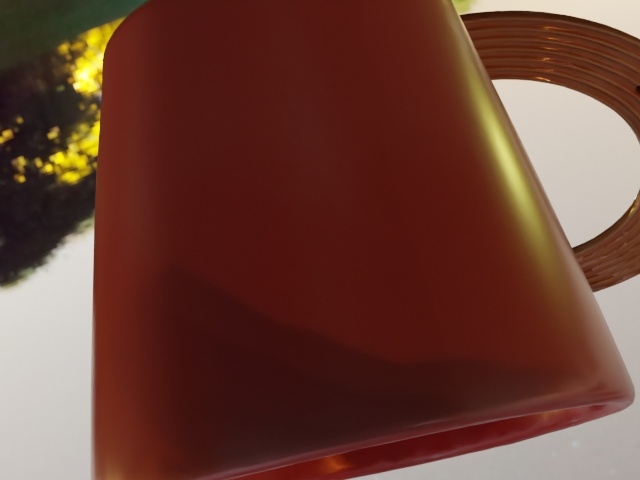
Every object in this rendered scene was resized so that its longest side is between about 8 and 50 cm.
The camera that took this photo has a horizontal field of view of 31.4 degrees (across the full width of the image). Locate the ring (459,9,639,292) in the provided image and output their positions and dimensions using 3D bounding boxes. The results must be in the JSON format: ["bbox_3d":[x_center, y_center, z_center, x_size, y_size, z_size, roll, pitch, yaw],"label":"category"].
[{"bbox_3d":[0.146,-0.057,0.912,0.337,0.336,0.032,-15,-133,24],"label":"ring"}]

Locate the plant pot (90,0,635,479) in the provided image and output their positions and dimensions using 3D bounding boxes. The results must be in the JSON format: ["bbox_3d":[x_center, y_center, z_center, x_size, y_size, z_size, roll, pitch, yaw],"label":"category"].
[{"bbox_3d":[0.000,0.000,0.604,0.275,0.243,0.275,-11,165,-3],"label":"plant pot"}]
